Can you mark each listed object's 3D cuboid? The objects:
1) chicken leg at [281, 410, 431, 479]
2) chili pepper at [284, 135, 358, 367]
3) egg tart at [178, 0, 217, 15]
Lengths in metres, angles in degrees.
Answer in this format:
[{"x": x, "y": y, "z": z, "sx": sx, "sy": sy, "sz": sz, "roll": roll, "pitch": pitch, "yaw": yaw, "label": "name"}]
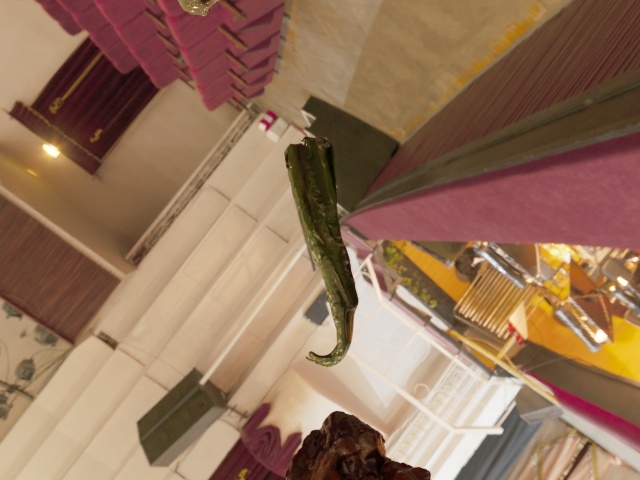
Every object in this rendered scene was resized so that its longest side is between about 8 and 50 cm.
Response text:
[{"x": 0.055, "y": 0.301, "z": 0.366, "sx": 0.083, "sy": 0.177, "sz": 0.323, "roll": 56, "pitch": -159, "yaw": -44, "label": "chicken leg"}, {"x": 0.000, "y": 0.000, "z": 0.656, "sx": 0.076, "sy": 0.084, "sz": 0.359, "roll": 83, "pitch": 180, "yaw": -67, "label": "chili pepper"}, {"x": -0.221, "y": -0.372, "z": 0.426, "sx": 0.341, "sy": 0.129, "sz": 0.341, "roll": 35, "pitch": 163, "yaw": 12, "label": "egg tart"}]
